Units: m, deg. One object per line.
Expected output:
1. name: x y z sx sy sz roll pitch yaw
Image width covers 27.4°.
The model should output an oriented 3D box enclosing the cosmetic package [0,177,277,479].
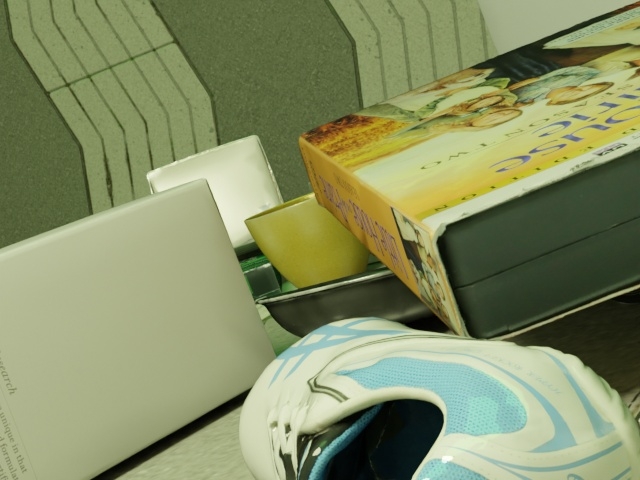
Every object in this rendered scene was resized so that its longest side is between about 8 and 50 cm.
1. cosmetic package: -0.224 0.096 0.832 0.197 0.155 0.366 -18 6 40

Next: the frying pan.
1. frying pan: 0.099 0.019 0.884 0.326 0.053 0.197 -14 -1 43

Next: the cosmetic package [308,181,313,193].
1. cosmetic package: 0.097 -0.075 1.833 0.127 0.107 0.238 -18 2 30

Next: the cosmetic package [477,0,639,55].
1. cosmetic package: 0.462 -0.314 1.646 0.394 0.327 0.329 -23 6 -26

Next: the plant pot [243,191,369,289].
1. plant pot: 0.000 0.000 1.361 0.134 0.095 0.134 -21 5 2

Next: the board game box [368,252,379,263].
1. board game box: 0.113 -0.025 1.484 0.194 0.045 0.147 -24 6 -38

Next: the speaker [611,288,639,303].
1. speaker: 0.207 -0.006 0.794 0.055 0.055 0.136 -17 5 37

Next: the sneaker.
1. sneaker: 0.014 0.073 0.468 0.086 0.085 0.237 -10 -1 -25

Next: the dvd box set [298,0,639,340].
1. dvd box set: 0.160 -0.069 0.745 0.308 0.062 0.420 -22 12 -4

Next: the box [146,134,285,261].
1. box: -0.116 -0.028 1.666 0.149 0.126 0.232 -19 -11 -1

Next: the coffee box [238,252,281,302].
1. coffee box: -0.102 0.052 1.525 0.113 0.040 0.184 -20 4 1
